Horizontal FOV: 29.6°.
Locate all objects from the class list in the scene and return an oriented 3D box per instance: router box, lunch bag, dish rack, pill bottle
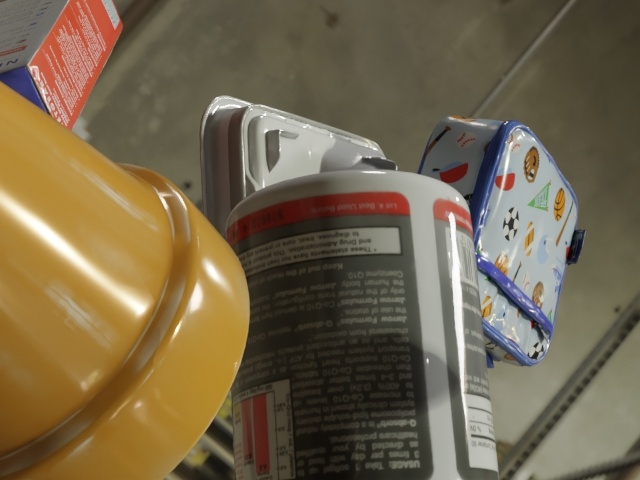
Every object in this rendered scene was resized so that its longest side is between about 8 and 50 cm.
[{"bbox_3d":[-0.390,-0.150,1.206,0.301,0.336,0.082,-85,158,-60],"label":"router box"},{"bbox_3d":[0.197,0.014,1.363,0.115,0.243,0.303,6,-18,32],"label":"lunch bag"},{"bbox_3d":[0.000,0.000,1.292,0.072,0.285,0.333,-7,-9,32],"label":"dish rack"},{"bbox_3d":[0.033,0.143,0.974,0.210,0.362,0.210,-3,-17,-1],"label":"pill bottle"}]

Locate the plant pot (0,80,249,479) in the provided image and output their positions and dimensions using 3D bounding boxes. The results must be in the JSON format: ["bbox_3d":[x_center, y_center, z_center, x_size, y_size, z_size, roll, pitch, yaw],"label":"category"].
[{"bbox_3d":[-0.167,0.014,0.589,0.205,0.205,0.188,36,-13,45],"label":"plant pot"}]
